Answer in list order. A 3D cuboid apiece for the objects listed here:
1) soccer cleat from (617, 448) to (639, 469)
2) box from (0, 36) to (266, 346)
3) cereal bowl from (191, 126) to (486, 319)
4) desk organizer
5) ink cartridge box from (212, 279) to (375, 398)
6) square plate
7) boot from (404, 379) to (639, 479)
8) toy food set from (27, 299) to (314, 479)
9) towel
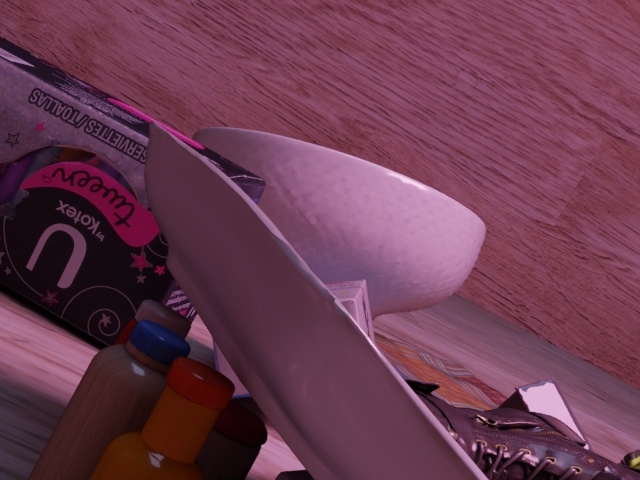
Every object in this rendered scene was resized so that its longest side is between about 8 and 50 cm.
[{"bbox_3d":[0.330,0.238,1.124,0.121,0.093,0.289,64,7,15],"label":"soccer cleat"},{"bbox_3d":[-0.189,-0.039,0.894,0.247,0.142,0.163,28,6,6],"label":"box"},{"bbox_3d":[0.000,0.000,1.358,0.339,0.141,0.339,19,-6,2],"label":"cereal bowl"},{"bbox_3d":[0.209,0.193,1.101,0.047,0.050,0.130,-10,61,-31],"label":"desk organizer"},{"bbox_3d":[-0.015,0.069,0.937,0.104,0.062,0.181,-7,3,5],"label":"ink cartridge box"},{"bbox_3d":[0.040,0.113,0.568,0.344,0.049,0.347,52,-4,-22],"label":"square plate"},{"bbox_3d":[0.129,0.175,0.928,0.229,0.091,0.263,20,5,-31],"label":"boot"},{"bbox_3d":[-0.048,0.091,0.540,0.111,0.104,0.232,31,5,26],"label":"toy food set"},{"bbox_3d":[0.124,0.155,1.272,0.271,0.040,0.370,34,7,41],"label":"towel"}]
